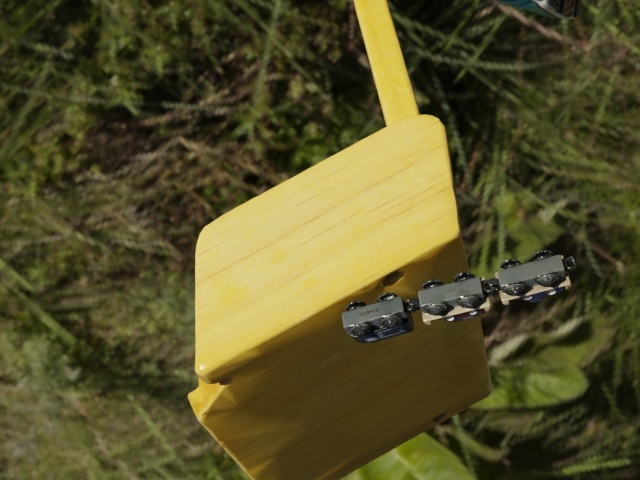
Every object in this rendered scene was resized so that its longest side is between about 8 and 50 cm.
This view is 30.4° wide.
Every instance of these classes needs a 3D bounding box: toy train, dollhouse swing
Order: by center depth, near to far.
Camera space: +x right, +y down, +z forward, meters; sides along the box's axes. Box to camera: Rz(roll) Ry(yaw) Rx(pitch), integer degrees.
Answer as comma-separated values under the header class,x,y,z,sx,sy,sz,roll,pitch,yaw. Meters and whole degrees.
class,x,y,z,sx,sy,sz,roll,pitch,yaw
toy train,0.092,0.040,0.783,0.158,0.027,0.036,-16,144,12
dollhouse swing,0.000,0.000,1.085,0.305,0.315,0.347,60,177,29

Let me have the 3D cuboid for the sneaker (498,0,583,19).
class,x,y,z,sx,sy,sz,roll,pitch,yaw
sneaker,0.125,-0.254,1.003,0.275,0.107,0.110,12,166,-39
